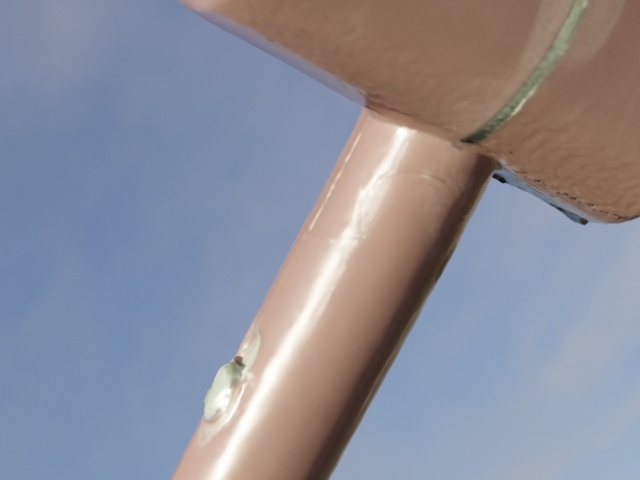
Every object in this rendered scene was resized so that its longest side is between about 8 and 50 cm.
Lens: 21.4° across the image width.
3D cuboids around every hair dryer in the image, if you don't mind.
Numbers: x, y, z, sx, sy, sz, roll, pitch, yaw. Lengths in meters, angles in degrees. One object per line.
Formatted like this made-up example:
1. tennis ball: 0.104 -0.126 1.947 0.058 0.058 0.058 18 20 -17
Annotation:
1. hair dryer: 0.000 0.000 0.651 0.210 0.125 0.352 26 -87 -24
